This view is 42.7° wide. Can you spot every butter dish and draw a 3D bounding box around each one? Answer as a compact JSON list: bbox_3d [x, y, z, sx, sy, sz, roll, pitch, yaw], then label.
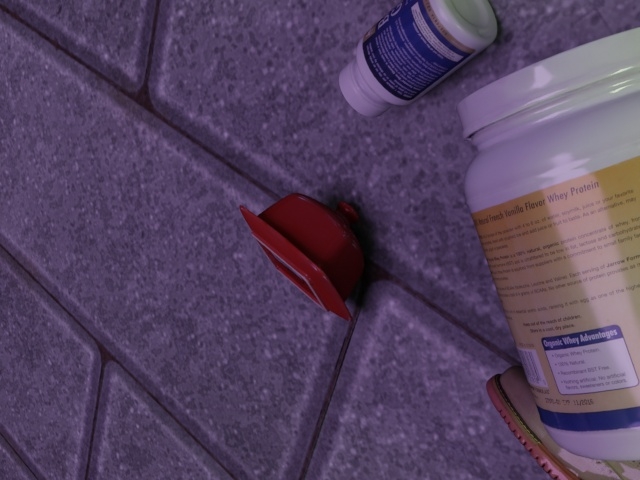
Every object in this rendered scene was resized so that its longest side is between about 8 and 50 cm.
[{"bbox_3d":[0.000,0.000,1.031,0.160,0.118,0.160,39,169,30],"label":"butter dish"}]

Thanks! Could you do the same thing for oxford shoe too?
[{"bbox_3d":[0.324,0.217,0.799,0.348,0.123,0.130,37,106,25],"label":"oxford shoe"}]

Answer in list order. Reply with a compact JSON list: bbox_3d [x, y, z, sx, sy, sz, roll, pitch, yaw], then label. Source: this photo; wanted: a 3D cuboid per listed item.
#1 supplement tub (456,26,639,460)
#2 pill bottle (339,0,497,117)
[{"bbox_3d":[0.257,0.000,0.700,0.228,0.228,0.316,-20,89,45],"label":"supplement tub"},{"bbox_3d":[0.098,-0.205,0.884,0.169,0.094,0.094,-34,78,43],"label":"pill bottle"}]
